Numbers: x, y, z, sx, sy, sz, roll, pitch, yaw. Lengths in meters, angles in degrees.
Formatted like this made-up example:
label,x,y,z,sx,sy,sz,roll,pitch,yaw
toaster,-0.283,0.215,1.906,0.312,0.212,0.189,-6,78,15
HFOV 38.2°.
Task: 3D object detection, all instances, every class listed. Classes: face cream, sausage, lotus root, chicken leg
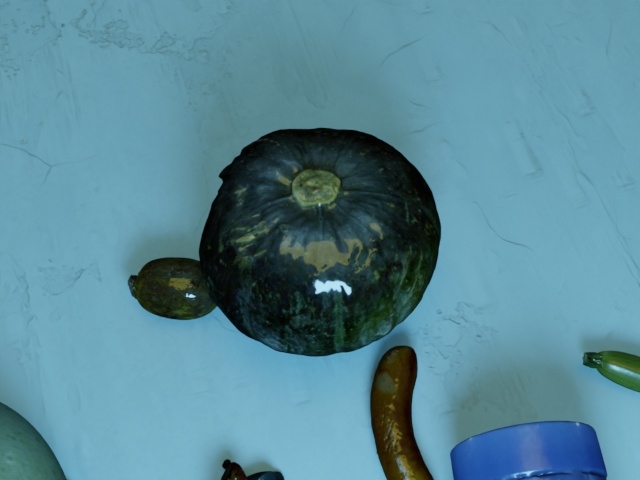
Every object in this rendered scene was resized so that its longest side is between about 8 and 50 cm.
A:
label,x,y,z,sx,sy,sz,roll,pitch,yaw
face cream,0.348,0.435,1.498,0.248,0.249,0.225,-6,64,-3
sausage,0.143,0.331,1.657,0.102,0.076,0.302,-2,61,-10
lotus root,-0.266,0.093,1.779,0.209,0.120,0.120,4,60,4
chicken leg,-0.156,0.412,1.588,0.062,0.145,0.037,-37,103,17

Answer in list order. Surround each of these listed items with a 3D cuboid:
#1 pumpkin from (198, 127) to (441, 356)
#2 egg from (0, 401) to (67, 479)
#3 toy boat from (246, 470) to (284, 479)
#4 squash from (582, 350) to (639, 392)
label,x,y,z,sx,sy,sz,roll,pitch,yaw
pumpkin,0.000,0.000,1.694,0.454,0.344,0.455,-1,52,1
egg,-0.566,0.440,1.451,0.345,0.345,0.428,-22,49,-12
toy boat,-0.142,0.482,1.574,0.092,0.103,0.246,21,48,29
squash,0.605,0.251,1.703,0.252,0.066,0.066,18,62,10
